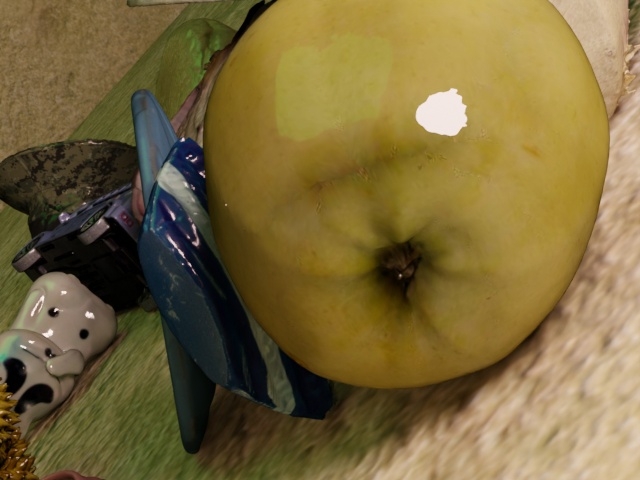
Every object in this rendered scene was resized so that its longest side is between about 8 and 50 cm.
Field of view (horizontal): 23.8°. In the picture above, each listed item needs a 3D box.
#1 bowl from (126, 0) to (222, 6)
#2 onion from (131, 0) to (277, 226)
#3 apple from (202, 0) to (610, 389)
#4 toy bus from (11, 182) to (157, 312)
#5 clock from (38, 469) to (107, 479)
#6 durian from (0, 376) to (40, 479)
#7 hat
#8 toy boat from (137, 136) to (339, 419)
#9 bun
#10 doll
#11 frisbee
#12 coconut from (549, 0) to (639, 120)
[{"bbox_3d":[0.006,-0.359,1.587,0.435,0.196,0.435,-4,10,1],"label":"bowl"},{"bbox_3d":[-0.062,-0.069,1.479,0.267,0.159,0.348,-49,18,26],"label":"onion"},{"bbox_3d":[0.048,-0.044,0.931,0.262,0.262,0.262,-40,15,13],"label":"apple"},{"bbox_3d":[-0.241,0.010,1.777,0.133,0.125,0.292,-50,17,-30],"label":"toy bus"},{"bbox_3d":[-0.250,0.280,1.191,0.244,0.056,0.244,-38,17,14],"label":"clock"},{"bbox_3d":[-0.319,0.228,1.354,0.193,0.138,0.237,-44,11,-15],"label":"durian"},{"bbox_3d":[-0.335,-0.032,2.100,0.265,0.265,0.128,-26,55,48],"label":"hat"},{"bbox_3d":[0.000,0.000,1.105,0.067,0.220,0.291,-22,6,44],"label":"toy boat"},{"bbox_3d":[-0.133,-0.175,1.917,0.220,0.134,0.220,-175,90,-72],"label":"bun"},{"bbox_3d":[-0.304,0.120,1.671,0.107,0.110,0.181,-30,22,45],"label":"doll"},{"bbox_3d":[-0.105,0.021,1.194,0.049,0.289,0.289,-8,14,-5],"label":"frisbee"},{"bbox_3d":[0.127,-0.163,1.127,0.224,0.224,0.234,-32,14,37],"label":"coconut"}]
